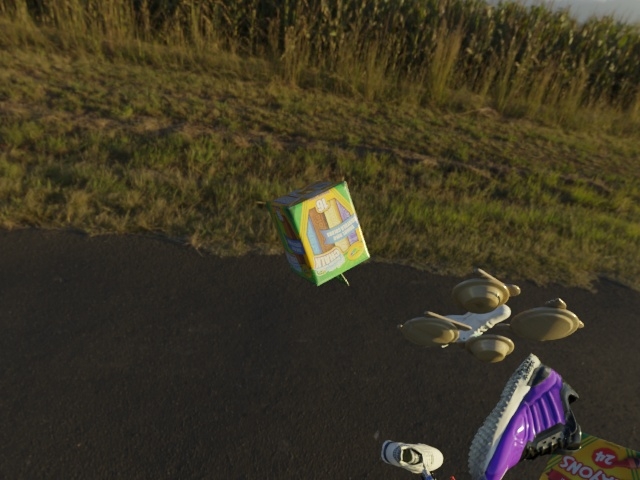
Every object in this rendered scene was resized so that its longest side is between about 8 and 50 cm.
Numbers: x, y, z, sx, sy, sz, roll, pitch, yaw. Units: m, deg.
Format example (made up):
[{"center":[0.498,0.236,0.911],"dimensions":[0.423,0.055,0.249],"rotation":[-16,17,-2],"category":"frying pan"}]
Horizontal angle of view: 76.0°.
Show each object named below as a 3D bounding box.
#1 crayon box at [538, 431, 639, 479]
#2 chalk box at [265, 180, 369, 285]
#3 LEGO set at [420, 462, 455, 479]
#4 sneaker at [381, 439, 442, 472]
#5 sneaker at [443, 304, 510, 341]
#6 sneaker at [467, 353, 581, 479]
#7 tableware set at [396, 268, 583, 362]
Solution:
[{"center":[0.563,0.570,0.853],"dimensions":[0.318,0.081,0.202],"rotation":[-41,19,-27],"category":"crayon box"},{"center":[0.000,0.000,1.130],"dimensions":[0.179,0.288,0.180],"rotation":[-26,18,-21],"category":"chalk box"},{"center":[0.308,0.662,0.976],"dimensions":[0.244,0.060,0.182],"rotation":[12,51,20],"category":"LEGO set"},{"center":[0.311,0.696,1.309],"dimensions":[0.235,0.095,0.090],"rotation":[18,61,-25],"category":"sneaker"},{"center":[0.423,0.243,1.132],"dimensions":[0.080,0.212,0.094],"rotation":[41,37,-31],"category":"sneaker"},{"center":[0.389,0.345,0.744],"dimensions":[0.146,0.102,0.293],"rotation":[36,53,22],"category":"sneaker"},{"center":[0.180,0.093,0.452],"dimensions":[0.141,0.168,0.020],"rotation":[24,48,-13],"category":"tableware set"}]
